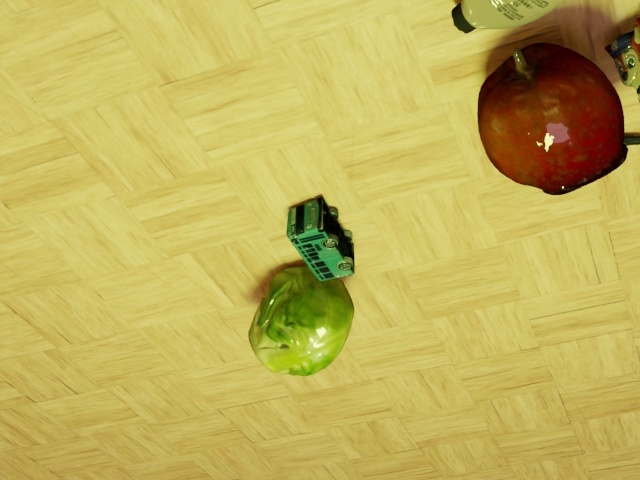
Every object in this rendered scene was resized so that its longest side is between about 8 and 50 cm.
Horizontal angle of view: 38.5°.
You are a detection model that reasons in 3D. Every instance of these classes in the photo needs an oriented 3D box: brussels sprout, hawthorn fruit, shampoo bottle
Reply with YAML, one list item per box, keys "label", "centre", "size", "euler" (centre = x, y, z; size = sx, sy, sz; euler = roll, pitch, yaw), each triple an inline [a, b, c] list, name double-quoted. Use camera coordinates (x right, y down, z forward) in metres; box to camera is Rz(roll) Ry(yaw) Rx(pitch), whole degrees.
- label: "brussels sprout"
  centre: [-0.030, 0.159, 1.780]
  size: [0.223, 0.223, 0.161]
  euler: [-27, 150, 30]
- label: "hawthorn fruit"
  centre: [0.325, -0.186, 1.340]
  size: [0.215, 0.215, 0.250]
  euler: [-21, 139, 24]
- label: "shampoo bottle"
  centre: [0.278, -0.350, 1.212]
  size: [0.127, 0.078, 0.257]
  euler: [27, 144, -33]

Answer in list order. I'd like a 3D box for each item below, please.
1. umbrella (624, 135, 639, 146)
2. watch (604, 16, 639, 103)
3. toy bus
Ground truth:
- label: "umbrella"
  centre: [0.429, -0.152, 1.513]
  size: [0.269, 0.044, 0.044]
  euler: [0, 172, 1]
- label: "watch"
  centre: [0.553, -0.244, 1.297]
  size: [0.200, 0.196, 0.171]
  euler: [-6, 157, -28]
- label: "toy bus"
  centre: [0.000, 0.000, 1.675]
  size: [0.092, 0.079, 0.160]
  euler: [-14, 142, 17]
